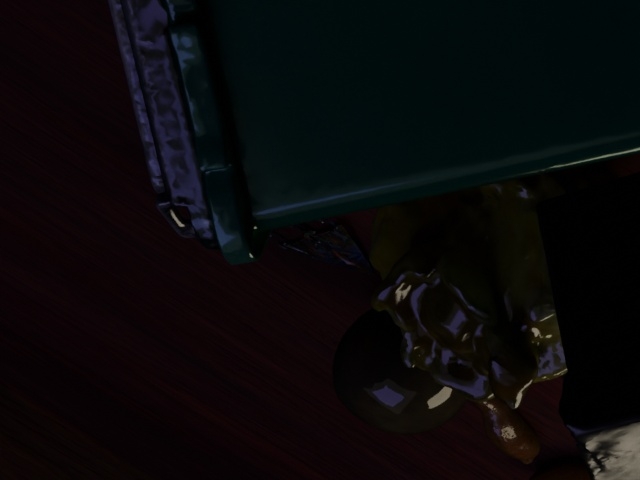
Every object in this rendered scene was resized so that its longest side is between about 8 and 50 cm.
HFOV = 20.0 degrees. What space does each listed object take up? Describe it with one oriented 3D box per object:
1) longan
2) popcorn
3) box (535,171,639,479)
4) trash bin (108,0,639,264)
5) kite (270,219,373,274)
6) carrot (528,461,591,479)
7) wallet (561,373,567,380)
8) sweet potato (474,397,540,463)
[{"bbox_3d":[0.115,0.146,2.140,0.204,0.159,0.185,-2,163,-37],"label":"longan"},{"bbox_3d":[0.175,0.021,1.694,0.224,0.258,0.270,44,-163,-44],"label":"popcorn"},{"bbox_3d":[0.361,0.072,1.430,0.345,0.204,0.251,-16,145,10],"label":"box"},{"bbox_3d":[0.066,-0.171,1.213,0.381,0.259,0.295,-7,112,11],"label":"trash bin"},{"bbox_3d":[0.000,0.000,2.132,0.160,0.010,0.183,31,161,-18],"label":"kite"},{"bbox_3d":[0.343,0.317,2.378,0.066,0.062,0.271,62,151,2],"label":"carrot"},{"bbox_3d":[0.329,0.151,2.006,0.165,0.042,0.309,20,152,45],"label":"wallet"},{"bbox_3d":[0.232,0.231,2.319,0.056,0.056,0.195,7,146,41],"label":"sweet potato"}]
